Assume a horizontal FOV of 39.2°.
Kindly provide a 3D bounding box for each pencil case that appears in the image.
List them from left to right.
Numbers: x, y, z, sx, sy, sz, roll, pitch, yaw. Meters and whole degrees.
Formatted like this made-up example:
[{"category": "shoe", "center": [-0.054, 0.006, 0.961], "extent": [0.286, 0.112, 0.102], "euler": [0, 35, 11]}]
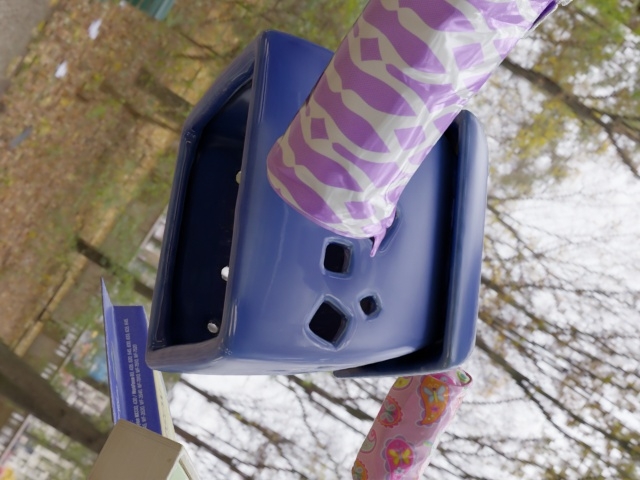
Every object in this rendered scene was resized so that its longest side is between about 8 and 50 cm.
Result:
[{"category": "pencil case", "center": [0.156, 0.329, 1.571], "extent": [0.124, 0.124, 0.284], "euler": [-82, -166, -70]}, {"category": "pencil case", "center": [0.052, -0.092, 0.487], "extent": [0.206, 0.088, 0.086], "euler": [-52, -170, 31]}]

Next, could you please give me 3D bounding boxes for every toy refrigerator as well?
[{"category": "toy refrigerator", "center": [-0.207, 0.320, 1.116], "extent": [0.269, 0.094, 0.102], "euler": [91, 21, -62]}]

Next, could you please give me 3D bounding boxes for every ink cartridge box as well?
[{"category": "ink cartridge box", "center": [-0.279, 0.259, 1.430], "extent": [0.303, 0.072, 0.307], "euler": [-110, -167, -47]}]

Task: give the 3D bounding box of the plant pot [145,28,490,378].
[{"category": "plant pot", "center": [0.000, 0.000, 0.719], "extent": [0.236, 0.212, 0.235], "euler": [157, -58, -64]}]
